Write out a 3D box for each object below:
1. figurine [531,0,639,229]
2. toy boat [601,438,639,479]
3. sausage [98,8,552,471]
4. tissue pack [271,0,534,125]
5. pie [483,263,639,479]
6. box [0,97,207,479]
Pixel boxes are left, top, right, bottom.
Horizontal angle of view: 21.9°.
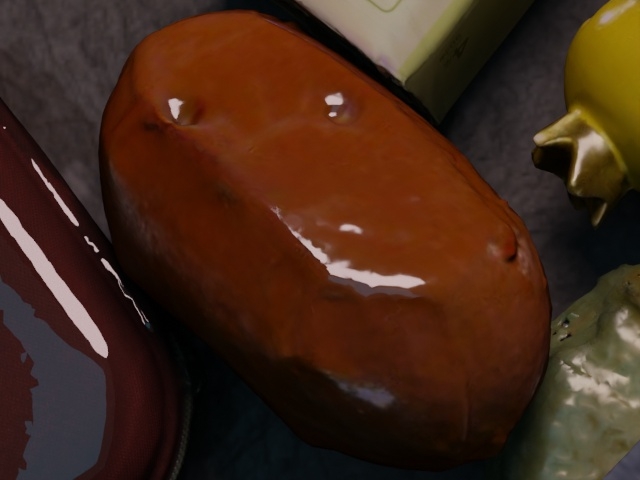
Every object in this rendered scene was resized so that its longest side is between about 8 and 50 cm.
[{"bbox_3d":[0.194,-0.123,0.820,0.234,0.127,0.185,-32,72,15],"label":"figurine"},{"bbox_3d":[0.182,0.099,0.709,0.283,0.127,0.078,-45,75,1],"label":"toy boat"},{"bbox_3d":[0.000,-0.001,0.801,0.153,0.141,0.268,-34,61,-25],"label":"sausage"},{"bbox_3d":[0.064,-0.201,0.850,0.159,0.125,0.234,38,91,15],"label":"tissue pack"},{"bbox_3d":[0.219,0.136,0.796,0.306,0.071,0.306,-2,80,9],"label":"pie"},{"bbox_3d":[-0.250,0.030,0.886,0.263,0.108,0.404,-40,76,3],"label":"box"}]
